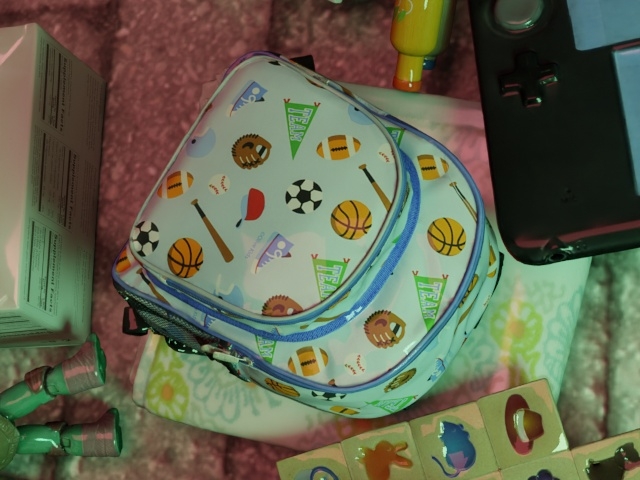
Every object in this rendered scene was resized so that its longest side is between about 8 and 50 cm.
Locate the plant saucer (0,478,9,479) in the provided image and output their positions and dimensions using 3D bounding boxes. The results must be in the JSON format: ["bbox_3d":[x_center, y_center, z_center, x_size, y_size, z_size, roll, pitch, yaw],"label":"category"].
[{"bbox_3d":[-0.328,0.322,1.433,0.333,0.333,0.081,6,119,22],"label":"plant saucer"}]

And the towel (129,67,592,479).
[{"bbox_3d":[0.037,0.028,1.464,0.375,0.090,0.320,11,82,23],"label":"towel"}]

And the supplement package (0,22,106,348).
[{"bbox_3d":[-0.322,-0.040,1.581,0.204,0.145,0.261,-5,72,19],"label":"supplement package"}]

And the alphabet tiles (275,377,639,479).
[{"bbox_3d":[0.112,0.274,1.351,0.343,0.011,0.285,-19,88,15],"label":"alphabet tiles"}]

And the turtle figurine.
[{"bbox_3d":[-0.296,0.156,1.500,0.234,0.175,0.118,-9,45,-1],"label":"turtle figurine"}]

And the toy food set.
[{"bbox_3d":[0.048,-0.214,1.508,0.232,0.111,0.104,34,122,47],"label":"toy food set"}]

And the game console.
[{"bbox_3d":[0.312,-0.165,1.355,0.387,0.060,0.342,-11,59,13],"label":"game console"}]

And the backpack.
[{"bbox_3d":[0.000,0.000,1.334,0.263,0.213,0.276,29,85,13],"label":"backpack"}]
